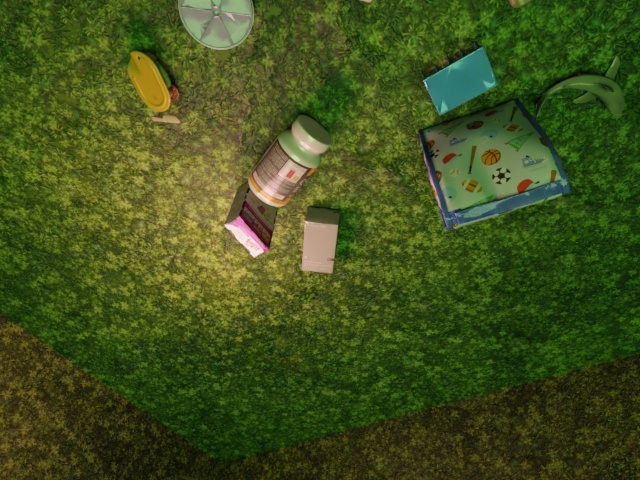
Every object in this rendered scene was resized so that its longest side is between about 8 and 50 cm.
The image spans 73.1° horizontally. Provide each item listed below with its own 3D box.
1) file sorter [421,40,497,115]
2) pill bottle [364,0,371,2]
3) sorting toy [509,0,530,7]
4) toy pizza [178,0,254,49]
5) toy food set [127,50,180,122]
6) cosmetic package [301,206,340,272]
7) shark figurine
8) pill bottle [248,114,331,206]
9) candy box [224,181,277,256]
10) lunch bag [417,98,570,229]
[{"bbox_3d":[0.387,-0.464,1.228,0.170,0.105,0.118,-25,122,20],"label":"file sorter"},{"bbox_3d":[0.036,-0.685,1.057,0.229,0.131,0.131,13,127,-8],"label":"pill bottle"},{"bbox_3d":[0.531,-0.759,1.030,0.229,0.041,0.307,-25,123,20],"label":"sorting toy"},{"bbox_3d":[-0.282,-0.628,1.175,0.201,0.032,0.201,-3,131,-3],"label":"toy pizza"},{"bbox_3d":[-0.490,-0.468,1.302,0.128,0.071,0.218,5,130,30],"label":"toy food set"},{"bbox_3d":[0.000,0.000,1.613,0.127,0.107,0.238,5,131,3],"label":"cosmetic package"},{"bbox_3d":[0.765,-0.428,1.235,0.278,0.116,0.166,1,127,0],"label":"shark figurine"},{"bbox_3d":[-0.098,-0.252,1.383,0.162,0.162,0.278,32,123,-20],"label":"pill bottle"},{"bbox_3d":[-0.232,-0.079,1.479,0.071,0.233,0.159,-26,122,21],"label":"candy box"},{"bbox_3d":[0.483,-0.198,1.254,0.327,0.386,0.239,-18,125,15],"label":"lunch bag"}]
